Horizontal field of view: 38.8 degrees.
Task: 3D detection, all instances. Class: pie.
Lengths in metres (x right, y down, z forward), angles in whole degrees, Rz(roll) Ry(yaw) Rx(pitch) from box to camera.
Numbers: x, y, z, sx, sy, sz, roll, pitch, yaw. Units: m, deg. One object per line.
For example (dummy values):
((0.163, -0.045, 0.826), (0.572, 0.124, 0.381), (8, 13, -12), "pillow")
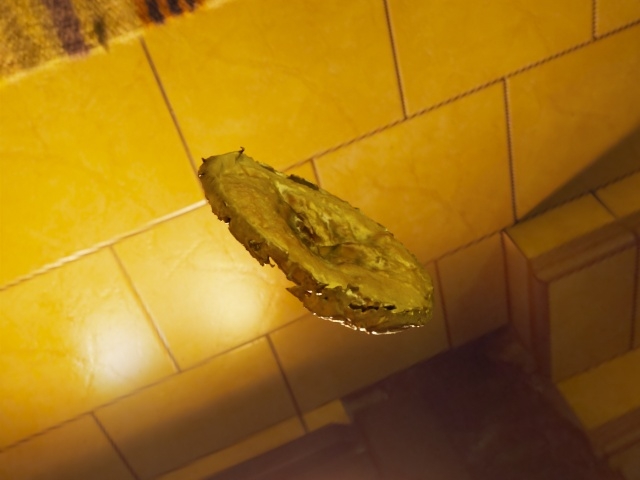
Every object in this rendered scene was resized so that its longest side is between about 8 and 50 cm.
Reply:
((0.000, 0.000, 0.859), (0.274, 0.274, 0.055), (22, 109, -38), "pie")
